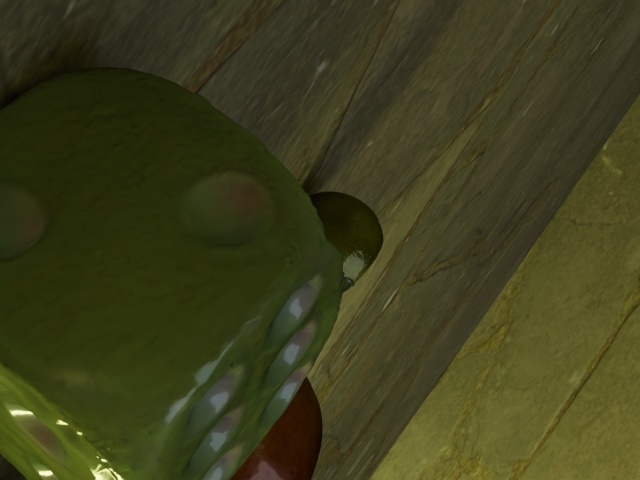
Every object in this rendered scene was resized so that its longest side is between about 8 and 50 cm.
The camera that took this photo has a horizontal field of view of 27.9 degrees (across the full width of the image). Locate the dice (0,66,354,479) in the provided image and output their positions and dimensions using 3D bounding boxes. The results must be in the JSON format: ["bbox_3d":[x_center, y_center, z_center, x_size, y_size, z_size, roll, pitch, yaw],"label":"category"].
[{"bbox_3d":[-0.144,0.044,0.939,0.254,0.250,0.252,-48,164,-24],"label":"dice"}]

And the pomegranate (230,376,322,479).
[{"bbox_3d":[-0.135,0.188,1.292,0.264,0.264,0.264,-49,163,-20],"label":"pomegranate"}]

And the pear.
[{"bbox_3d":[0.000,0.000,1.541,0.141,0.104,0.141,-37,-162,14],"label":"pear"}]
